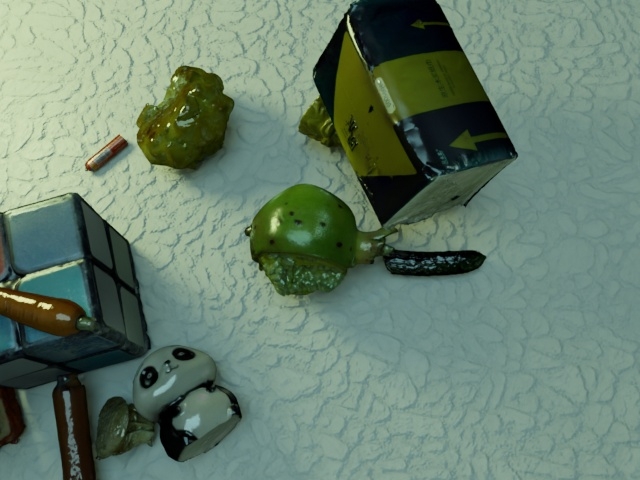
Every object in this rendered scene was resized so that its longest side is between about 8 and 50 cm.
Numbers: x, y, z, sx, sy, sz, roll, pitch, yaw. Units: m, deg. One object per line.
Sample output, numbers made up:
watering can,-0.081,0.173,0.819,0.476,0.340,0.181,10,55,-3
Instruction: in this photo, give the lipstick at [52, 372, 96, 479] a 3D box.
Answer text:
lipstick,-0.510,0.491,1.296,0.077,0.077,0.419,-11,80,-1

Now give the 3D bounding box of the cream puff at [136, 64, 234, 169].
cream puff,-0.323,-0.293,1.528,0.281,0.185,0.282,-26,48,32

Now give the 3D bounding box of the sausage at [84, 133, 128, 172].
sausage,-0.554,-0.220,1.576,0.129,0.034,0.034,-44,75,-10

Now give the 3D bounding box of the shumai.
shumai,-0.418,0.412,1.333,0.116,0.145,0.146,23,70,-32

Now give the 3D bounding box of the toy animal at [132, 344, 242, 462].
toy animal,-0.295,0.335,1.313,0.187,0.165,0.235,-28,72,-29

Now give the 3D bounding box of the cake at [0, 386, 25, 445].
cake,-0.828,0.337,1.259,0.269,0.319,0.270,-26,73,-4

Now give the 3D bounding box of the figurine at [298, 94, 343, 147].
figurine,0.119,-0.229,1.494,0.315,0.187,0.168,41,100,6

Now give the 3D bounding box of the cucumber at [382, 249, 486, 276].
cucumber,0.265,0.052,1.432,0.245,0.067,0.067,2,72,2

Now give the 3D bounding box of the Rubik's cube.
Rubik's cube,-0.586,0.122,1.320,0.318,0.313,0.316,-17,72,-4

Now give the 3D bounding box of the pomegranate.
pomegranate,0.000,0.000,1.363,0.340,0.260,0.261,-1,72,-4

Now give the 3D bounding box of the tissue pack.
tissue pack,0.186,-0.266,1.291,0.253,0.264,0.417,-18,75,-24

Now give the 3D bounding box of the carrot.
carrot,-0.561,0.119,1.131,0.335,0.069,0.069,12,73,12
